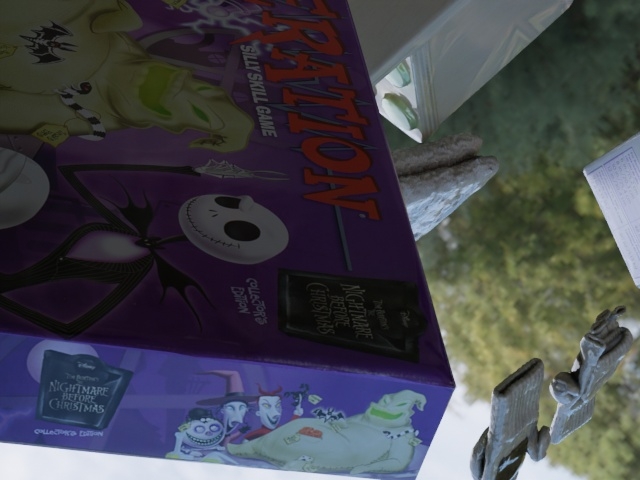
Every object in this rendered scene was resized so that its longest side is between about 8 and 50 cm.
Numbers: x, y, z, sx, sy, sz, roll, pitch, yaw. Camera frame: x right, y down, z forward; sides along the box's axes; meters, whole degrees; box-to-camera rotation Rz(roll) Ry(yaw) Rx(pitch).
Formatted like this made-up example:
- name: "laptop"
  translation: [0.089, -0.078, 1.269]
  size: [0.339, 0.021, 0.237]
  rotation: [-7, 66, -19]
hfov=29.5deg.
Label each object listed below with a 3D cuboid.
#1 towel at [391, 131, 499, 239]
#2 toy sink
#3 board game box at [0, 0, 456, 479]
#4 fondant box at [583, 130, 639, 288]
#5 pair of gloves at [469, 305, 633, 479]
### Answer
- name: "towel"
  translation: [0.000, 0.000, 0.901]
  size: [0.282, 0.187, 0.049]
  rotation: [-18, -111, -50]
- name: "toy sink"
  translation: [0.055, -0.178, 0.903]
  size: [0.153, 0.234, 0.131]
  rotation: [40, 164, 26]
- name: "board game box"
  translation: [-0.083, -0.060, 0.455]
  size: [0.208, 0.056, 0.347]
  rotation: [11, -146, -16]
- name: "fondant box"
  translation: [0.324, -0.077, 0.676]
  size: [0.330, 0.238, 0.096]
  rotation: [128, 121, -76]
- name: "pair of gloves"
  translation: [0.258, 0.185, 1.337]
  size: [0.240, 0.204, 0.042]
  rotation: [-27, -128, -36]
